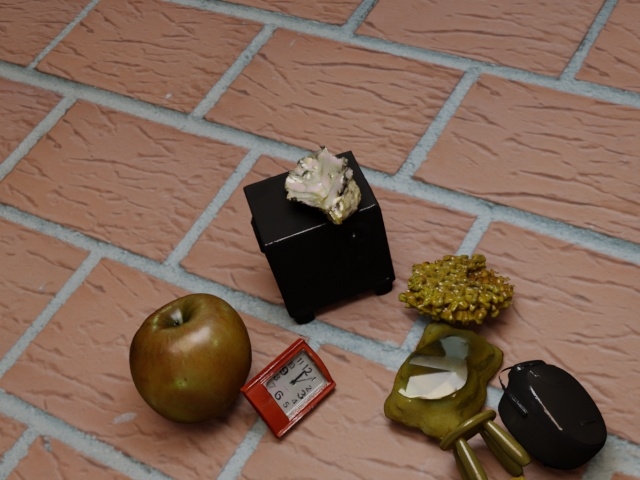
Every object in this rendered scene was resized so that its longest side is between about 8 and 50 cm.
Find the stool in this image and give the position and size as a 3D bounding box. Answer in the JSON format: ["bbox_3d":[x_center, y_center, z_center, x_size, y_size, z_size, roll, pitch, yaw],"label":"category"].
[{"bbox_3d":[0.270,0.354,1.654,0.135,0.134,0.110,-5,54,-52],"label":"stool"}]

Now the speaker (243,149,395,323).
[{"bbox_3d":[0.000,0.000,1.931,0.232,0.254,0.184,-19,48,-3],"label":"speaker"}]

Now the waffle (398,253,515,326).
[{"bbox_3d":[0.260,0.087,1.880,0.197,0.070,0.193,-19,31,-27],"label":"waffle"}]

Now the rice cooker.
[{"bbox_3d":[0.381,0.289,1.670,0.142,0.118,0.203,0,39,-36],"label":"rice cooker"}]

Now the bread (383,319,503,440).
[{"bbox_3d":[0.219,0.241,1.788,0.160,0.088,0.233,13,54,27],"label":"bread"}]

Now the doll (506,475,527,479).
[{"bbox_3d":[0.343,0.503,1.501,0.177,0.141,0.314,-55,33,24],"label":"doll"}]

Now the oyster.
[{"bbox_3d":[0.011,-0.097,1.805,0.133,0.072,0.209,-46,33,-17],"label":"oyster"}]

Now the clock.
[{"bbox_3d":[-0.060,0.266,1.833,0.155,0.113,0.061,-39,12,-19],"label":"clock"}]

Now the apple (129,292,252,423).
[{"bbox_3d":[-0.234,0.219,1.839,0.237,0.207,0.237,-15,30,9],"label":"apple"}]
